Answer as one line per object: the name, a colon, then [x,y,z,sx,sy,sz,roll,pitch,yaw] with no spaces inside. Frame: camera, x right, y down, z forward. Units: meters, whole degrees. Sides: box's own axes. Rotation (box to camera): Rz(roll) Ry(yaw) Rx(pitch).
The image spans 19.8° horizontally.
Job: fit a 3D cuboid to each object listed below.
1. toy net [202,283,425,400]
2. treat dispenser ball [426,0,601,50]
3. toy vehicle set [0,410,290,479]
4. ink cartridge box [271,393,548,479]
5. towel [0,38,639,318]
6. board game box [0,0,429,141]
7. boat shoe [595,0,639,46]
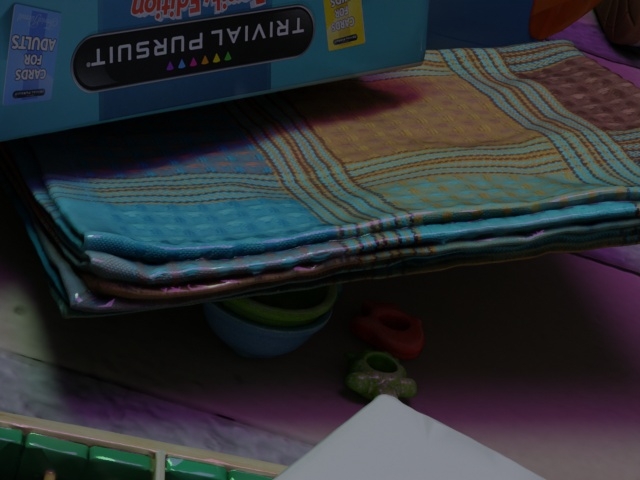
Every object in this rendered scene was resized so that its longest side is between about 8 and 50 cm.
toy net: [0.000,0.000,0.961,0.122,0.045,0.232,15,28,-6]
treat dispenser ball: [0.087,-0.262,1.215,0.288,0.288,0.288,14,29,-8]
toy vehicle set: [-0.026,0.147,0.699,0.267,0.035,0.166,12,29,-12]
ink cartridge box: [-0.028,0.187,0.461,0.114,0.197,0.273,30,30,19]
towel: [0.019,-0.050,0.955,0.370,0.040,0.271,-7,25,-19]
board game box: [-0.148,-0.132,0.979,0.336,0.079,0.254,-15,25,-40]
boat shoe: [0.265,-0.235,1.483,0.096,0.098,0.277,12,38,-13]
